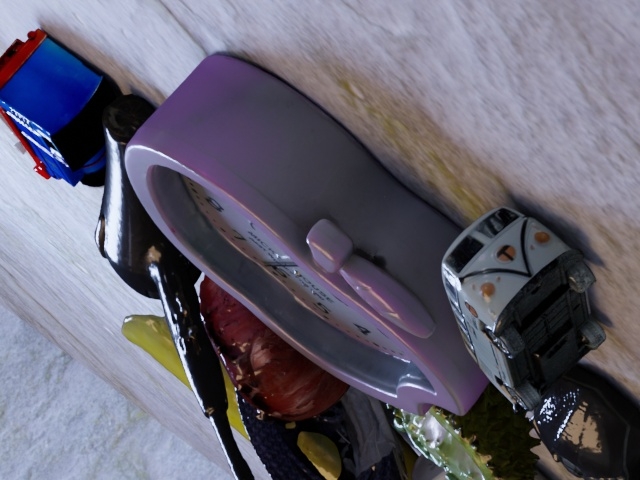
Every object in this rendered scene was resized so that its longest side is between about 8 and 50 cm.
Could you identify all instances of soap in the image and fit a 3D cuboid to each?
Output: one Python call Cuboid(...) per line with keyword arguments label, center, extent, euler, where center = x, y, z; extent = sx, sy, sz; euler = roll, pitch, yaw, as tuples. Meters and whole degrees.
Cuboid(label="soap", center=(-0.017, 0.198, 2.215), extent=(0.427, 0.115, 0.306), euler=(39, 179, 7))

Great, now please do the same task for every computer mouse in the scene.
Cuboid(label="computer mouse", center=(0.216, 0.161, 1.588), extent=(0.106, 0.062, 0.192), euler=(34, 166, 22))

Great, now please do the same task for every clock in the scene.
Cuboid(label="clock", center=(0.000, 0.000, 1.549), extent=(0.338, 0.102, 0.338), euler=(36, 167, 10))

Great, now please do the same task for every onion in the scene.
Cuboid(label="onion", center=(-0.023, 0.066, 1.768), extent=(0.147, 0.184, 0.184), euler=(-30, 118, 31))

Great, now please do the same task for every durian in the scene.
Cuboid(label="durian", center=(0.123, 0.148, 1.750), extent=(0.220, 0.095, 0.137), euler=(25, 145, 50))

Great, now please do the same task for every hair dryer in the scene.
Cuboid(label="hair dryer", center=(-0.121, 0.061, 1.843), extent=(0.304, 0.120, 0.359), euler=(93, 158, -62))

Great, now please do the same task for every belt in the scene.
Cuboid(label="belt", center=(0.002, 0.183, 2.002), extent=(0.230, 0.139, 0.126), euler=(62, -177, 21))

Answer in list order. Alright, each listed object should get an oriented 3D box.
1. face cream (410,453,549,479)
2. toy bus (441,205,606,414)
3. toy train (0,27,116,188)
Cuboid(label="face cream", center=(0.243, 0.318, 1.984), extent=(0.345, 0.102, 0.102), euler=(43, 167, -14))
Cuboid(label="toy bus", center=(0.135, 0.044, 1.357), extent=(0.089, 0.087, 0.194), euler=(44, 172, 24))
Cuboid(label="toy train", center=(-0.247, -0.113, 1.895), extent=(0.131, 0.083, 0.204), euler=(34, 167, 20))
